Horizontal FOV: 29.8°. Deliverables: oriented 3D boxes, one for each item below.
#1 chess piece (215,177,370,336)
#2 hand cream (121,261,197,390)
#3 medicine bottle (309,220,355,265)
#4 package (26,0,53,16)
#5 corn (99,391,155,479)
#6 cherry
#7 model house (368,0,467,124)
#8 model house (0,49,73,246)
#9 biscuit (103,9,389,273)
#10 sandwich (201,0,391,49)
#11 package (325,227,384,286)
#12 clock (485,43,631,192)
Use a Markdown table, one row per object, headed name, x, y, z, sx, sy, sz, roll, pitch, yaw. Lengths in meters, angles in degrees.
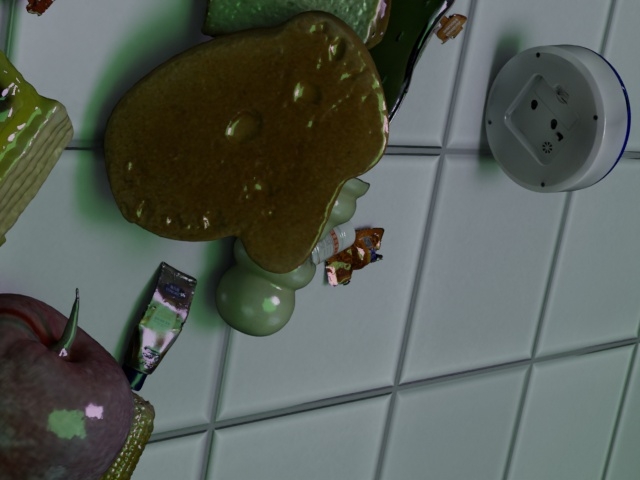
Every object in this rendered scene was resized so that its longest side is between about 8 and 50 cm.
| name | x | y | z | sx | sy | sz | roll | pitch | yaw |
| --- | --- | --- | --- | --- | --- | --- | --- | --- | --- |
| chess piece | -0.051 | 0.009 | 1.594 | 0.144 | 0.144 | 0.251 | 21 | 95 | -49 |
| hand cream | -0.210 | 0.112 | 1.536 | 0.062 | 0.039 | 0.163 | 29 | 82 | -33 |
| medicine bottle | 0.000 | 0.000 | 1.697 | 0.089 | 0.057 | 0.057 | -28 | 125 | -37 |
| package | -0.248 | -0.398 | 1.230 | 0.288 | 0.108 | 0.223 | -45 | 140 | -15 |
| corn | -0.305 | 0.332 | 1.489 | 0.097 | 0.097 | 0.320 | 42 | 73 | -47 |
| cherry | -0.321 | 0.174 | 1.296 | 0.285 | 0.236 | 0.213 | -60 | 154 | 7 |
| model house | 0.079 | -0.223 | 1.578 | 0.154 | 0.207 | 0.294 | 34 | 81 | -52 |
| model house | -0.369 | -0.101 | 1.196 | 0.193 | 0.175 | 0.234 | -58 | 148 | -13 |
| biscuit | -0.077 | -0.103 | 1.425 | 0.344 | 0.057 | 0.287 | -24 | 101 | -1 |
| sandwich | -0.018 | -0.355 | 1.436 | 0.087 | 0.226 | 0.251 | -86 | -175 | -73 |
| package | 0.053 | 0.021 | 1.781 | 0.110 | 0.033 | 0.077 | -18 | 129 | -36 |
| clock | 0.366 | -0.189 | 1.877 | 0.083 | 0.230 | 0.230 | -8 | 112 | -45 |
